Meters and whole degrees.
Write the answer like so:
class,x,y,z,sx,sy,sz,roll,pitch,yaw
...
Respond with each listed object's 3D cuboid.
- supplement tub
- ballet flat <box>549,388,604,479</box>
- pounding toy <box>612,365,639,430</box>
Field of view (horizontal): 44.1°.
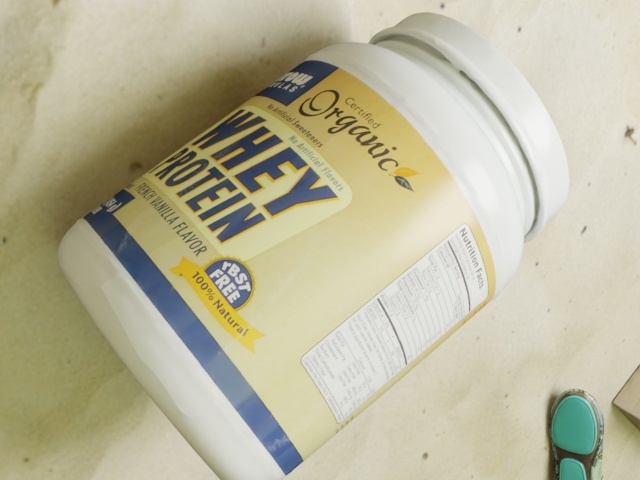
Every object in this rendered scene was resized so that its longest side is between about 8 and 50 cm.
class,x,y,z,sx,sy,sz,roll,pitch,yaw
supplement tub,0.000,0.000,0.579,0.316,0.228,0.228,-38,124,-13
ballet flat,0.323,0.252,0.985,0.070,0.070,0.189,-17,119,-25
pounding toy,0.487,0.214,1.035,0.130,0.100,0.141,-51,126,-3
